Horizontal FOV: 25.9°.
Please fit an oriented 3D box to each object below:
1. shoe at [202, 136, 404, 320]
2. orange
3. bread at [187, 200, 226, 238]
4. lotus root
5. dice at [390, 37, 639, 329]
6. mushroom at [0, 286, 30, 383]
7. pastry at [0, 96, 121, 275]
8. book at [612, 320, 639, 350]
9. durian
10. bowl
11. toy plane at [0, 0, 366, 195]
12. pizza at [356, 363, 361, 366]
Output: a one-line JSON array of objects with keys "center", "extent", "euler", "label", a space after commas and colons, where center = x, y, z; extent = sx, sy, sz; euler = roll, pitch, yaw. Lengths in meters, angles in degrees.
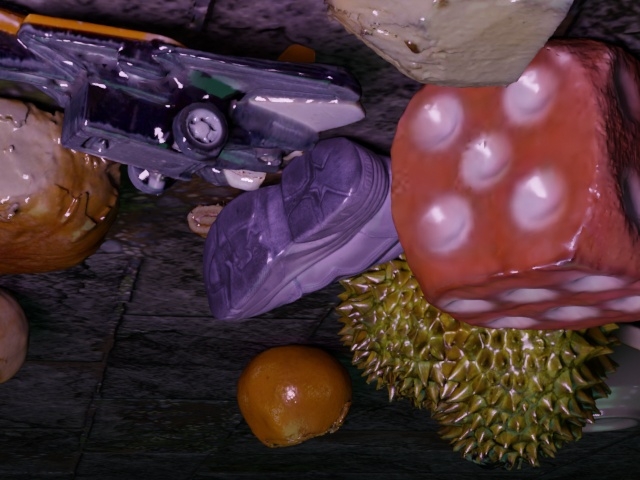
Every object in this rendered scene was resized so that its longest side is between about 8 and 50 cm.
[{"center": [0.000, 0.000, 1.210], "extent": [0.137, 0.095, 0.245], "euler": [13, 144, -36], "label": "shoe"}, {"center": [-0.034, 0.205, 1.810], "extent": [0.154, 0.134, 0.155], "euler": [5, 164, 2], "label": "orange"}, {"center": [-0.084, -0.009, 1.293], "extent": [0.047, 0.036, 0.083], "euler": [-10, 158, 29], "label": "bread"}, {"center": [0.072, -0.140, 0.839], "extent": [0.144, 0.070, 0.143], "euler": [0, 162, -6], "label": "lotus root"}, {"center": [0.167, -0.032, 1.018], "extent": [0.175, 0.179, 0.174], "euler": [-16, 157, 32], "label": "dice"}, {"center": [-0.481, 0.113, 1.499], "extent": [0.328, 0.122, 0.159], "euler": [-5, 171, 8], "label": "mushroom"}, {"center": [-0.258, -0.039, 1.077], "extent": [0.229, 0.100, 0.218], "euler": [-3, 159, 19], "label": "pastry"}, {"center": [0.415, 0.126, 1.501], "extent": [0.269, 0.032, 0.389], "euler": [14, -176, -42], "label": "book"}, {"center": [0.165, 0.089, 1.334], "extent": [0.291, 0.225, 0.291], "euler": [38, 176, 3], "label": "durian"}, {"center": [0.366, 0.191, 1.843], "extent": [0.211, 0.112, 0.211], "euler": [-3, 163, -1], "label": "bowl"}, {"center": [-0.146, -0.097, 0.899], "extent": [0.316, 0.103, 0.204], "euler": [8, 161, -28], "label": "toy plane"}, {"center": [0.108, 0.151, 1.830], "extent": [0.108, 0.026, 0.123], "euler": [5, 161, -27], "label": "pizza"}]
